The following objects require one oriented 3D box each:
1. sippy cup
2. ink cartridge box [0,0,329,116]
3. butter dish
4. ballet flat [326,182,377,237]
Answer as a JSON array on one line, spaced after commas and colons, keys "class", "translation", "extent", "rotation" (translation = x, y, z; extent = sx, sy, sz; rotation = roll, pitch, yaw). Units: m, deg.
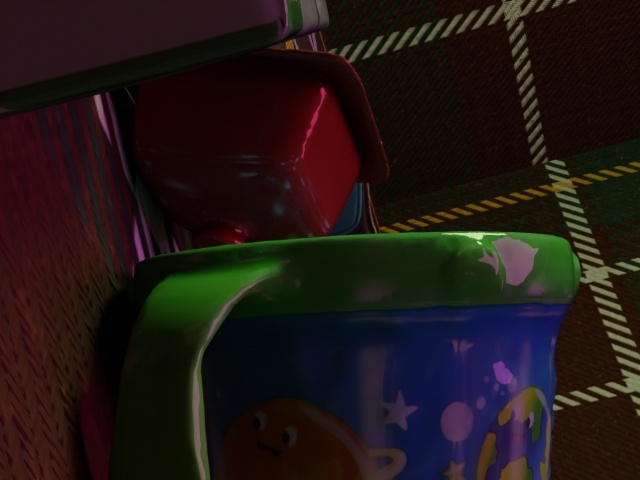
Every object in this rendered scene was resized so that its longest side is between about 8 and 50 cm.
[{"class": "sippy cup", "translation": [0.023, 0.117, 0.674], "extent": [0.240, 0.305, 0.224], "rotation": [166, -79, -68]}, {"class": "ink cartridge box", "translation": [-0.081, -0.091, 0.422], "extent": [0.208, 0.153, 0.087], "rotation": [-69, 145, -79]}, {"class": "butter dish", "translation": [-0.050, -0.041, 0.793], "extent": [0.160, 0.160, 0.118], "rotation": [64, 36, -63]}, {"class": "ballet flat", "translation": [0.000, 0.000, 1.157], "extent": [0.106, 0.107, 0.316], "rotation": [-141, -131, -65]}]
